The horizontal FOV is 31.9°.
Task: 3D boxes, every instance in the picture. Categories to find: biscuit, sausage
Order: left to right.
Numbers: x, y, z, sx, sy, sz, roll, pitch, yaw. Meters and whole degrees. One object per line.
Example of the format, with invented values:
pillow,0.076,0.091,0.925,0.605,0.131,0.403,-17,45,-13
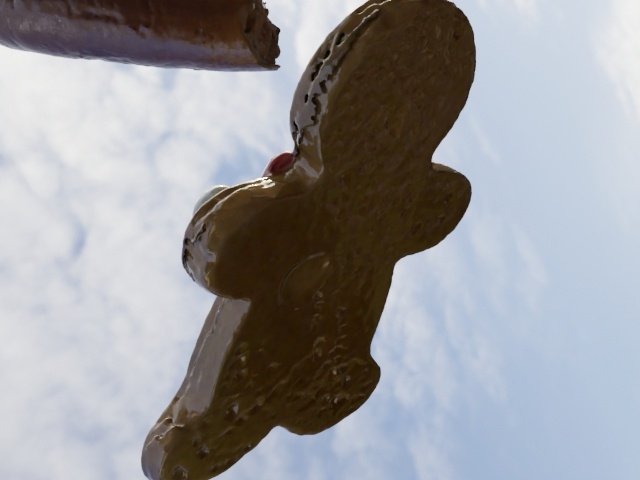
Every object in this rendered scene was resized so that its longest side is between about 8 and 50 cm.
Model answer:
sausage,-0.177,-0.189,0.941,0.103,0.302,0.076,-34,-49,-69
biscuit,0.000,0.000,0.683,0.216,0.340,0.047,-16,-135,-40
